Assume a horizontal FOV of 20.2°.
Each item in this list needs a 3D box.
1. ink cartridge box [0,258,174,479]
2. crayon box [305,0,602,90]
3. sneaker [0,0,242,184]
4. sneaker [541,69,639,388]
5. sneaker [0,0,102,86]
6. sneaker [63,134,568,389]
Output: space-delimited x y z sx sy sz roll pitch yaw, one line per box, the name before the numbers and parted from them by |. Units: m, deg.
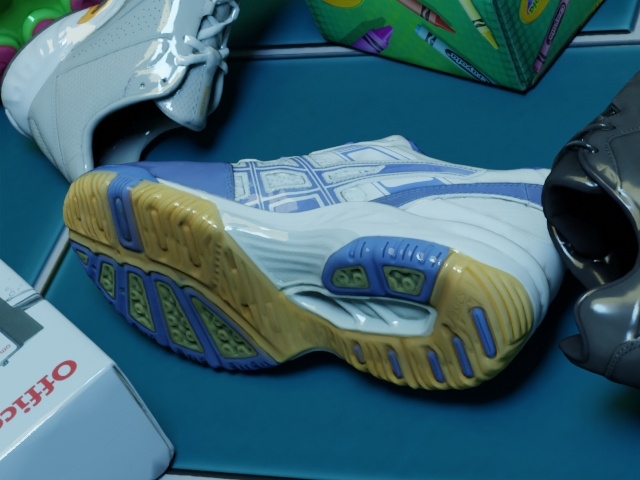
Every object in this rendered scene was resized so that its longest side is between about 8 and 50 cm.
ink cartridge box | -0.202 0.092 0.982 0.153 0.087 0.208 -41 45 -15
crayon box | 0.130 -0.229 1.139 0.165 0.081 0.278 20 59 39
sneaker | -0.081 -0.133 1.116 0.262 0.099 0.121 -49 54 16
sneaker | 0.174 -0.042 0.887 0.130 0.109 0.286 8 45 -1
sneaker | -0.343 -0.140 1.205 0.483 0.185 0.202 -35 54 -25
sneaker | 0.000 0.000 0.980 0.296 0.112 0.131 12 40 30
